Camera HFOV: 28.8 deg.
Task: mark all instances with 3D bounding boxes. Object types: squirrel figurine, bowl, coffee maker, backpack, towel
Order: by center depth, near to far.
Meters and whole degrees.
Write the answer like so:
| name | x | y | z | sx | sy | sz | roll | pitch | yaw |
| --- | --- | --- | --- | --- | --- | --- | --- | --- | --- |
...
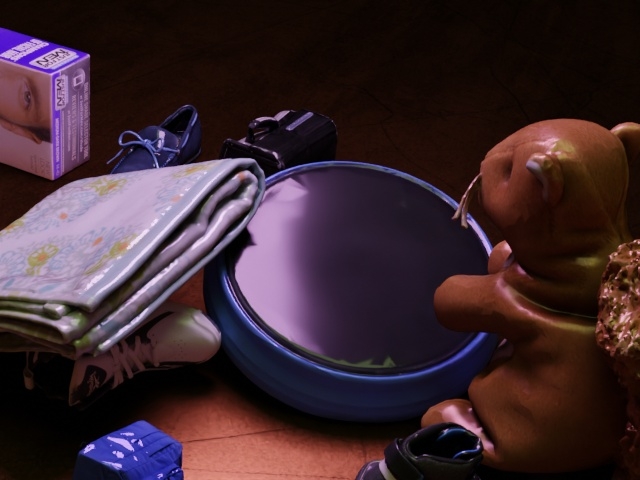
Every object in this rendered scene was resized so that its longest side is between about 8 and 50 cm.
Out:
| name | x | y | z | sx | sy | sz | roll | pitch | yaw |
| --- | --- | --- | --- | --- | --- | --- | --- | --- | --- |
| backpack | -0.193 | 0.253 | 1.297 | 0.101 | 0.098 | 0.120 | 28 | 22 | 17 |
| squirrel figurine | 0.310 | 0.061 | 1.349 | 0.281 | 0.371 | 0.397 | -12 | 21 | -36 |
| towel | -0.285 | 0.012 | 1.523 | 0.320 | 0.090 | 0.374 | -1 | 29 | 36 |
| bowl | 0.046 | 0.050 | 1.593 | 0.391 | 0.077 | 0.391 | 6 | 48 | -6 |
| coffee maker | -0.047 | -0.122 | 1.975 | 0.171 | 0.120 | 0.178 | 41 | 40 | 10 |

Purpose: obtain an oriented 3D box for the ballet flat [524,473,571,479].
| name | x | y | z | sx | sy | sz | roll | pitch | yaw |
| --- | --- | --- | --- | --- | --- | --- | --- | --- | --- |
| ballet flat | 0.291 | 0.307 | 1.321 | 0.074 | 0.074 | 0.203 | -22 | 34 | -40 |

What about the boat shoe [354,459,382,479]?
| name | x | y | z | sx | sy | sz | roll | pitch | yaw |
| --- | --- | --- | --- | --- | --- | --- | --- | --- | --- |
| boat shoe | 0.068 | 0.290 | 1.307 | 0.075 | 0.065 | 0.206 | 6 | 30 | -1 |

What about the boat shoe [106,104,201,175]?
| name | x | y | z | sx | sy | sz | roll | pitch | yaw |
| --- | --- | --- | --- | --- | --- | --- | --- | --- | --- |
| boat shoe | -0.269 | -0.144 | 1.971 | 0.109 | 0.089 | 0.258 | 12 | 30 | 9 |

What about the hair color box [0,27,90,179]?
| name | x | y | z | sx | sy | sz | roll | pitch | yaw |
| --- | --- | --- | --- | --- | --- | --- | --- | --- | --- |
| hair color box | -0.533 | -0.239 | 1.989 | 0.338 | 0.185 | 0.110 | 18 | 32 | 20 |

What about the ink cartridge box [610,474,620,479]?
| name | x | y | z | sx | sy | sz | roll | pitch | yaw |
| --- | --- | --- | --- | --- | --- | --- | --- | --- | --- |
| ink cartridge box | 0.447 | 0.278 | 1.423 | 0.208 | 0.045 | 0.206 | 17 | 31 | 21 |

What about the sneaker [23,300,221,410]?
| name | x | y | z | sx | sy | sz | roll | pitch | yaw |
| --- | --- | --- | --- | --- | --- | --- | --- | --- | --- |
| sneaker | -0.241 | 0.145 | 1.472 | 0.234 | 0.094 | 0.153 | 7 | 31 | 1 |

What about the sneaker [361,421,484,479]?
| name | x | y | z | sx | sy | sz | roll | pitch | yaw |
| --- | --- | --- | --- | --- | --- | --- | --- | --- | --- |
| sneaker | 0.147 | 0.248 | 1.277 | 0.216 | 0.121 | 0.079 | 14 | 34 | -40 |
